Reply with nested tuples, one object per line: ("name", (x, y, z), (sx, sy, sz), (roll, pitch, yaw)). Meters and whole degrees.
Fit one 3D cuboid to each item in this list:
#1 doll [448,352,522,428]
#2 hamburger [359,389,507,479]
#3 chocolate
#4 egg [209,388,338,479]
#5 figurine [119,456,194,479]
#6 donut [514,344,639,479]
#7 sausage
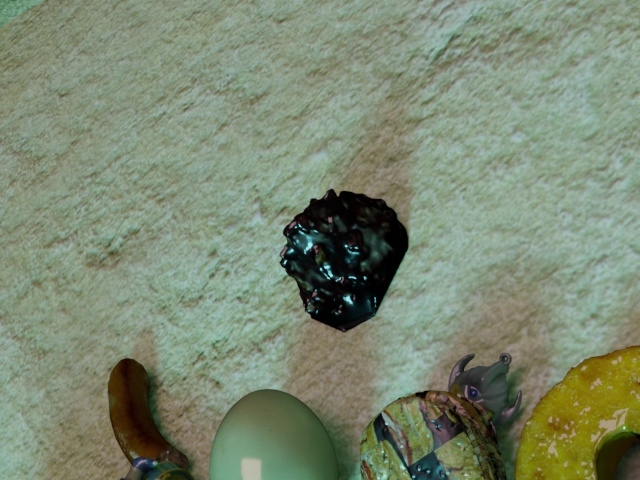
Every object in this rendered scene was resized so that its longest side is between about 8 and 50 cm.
("doll", (0.203, 0.233, 1.546), (0.195, 0.062, 0.104), (-57, 38, 10))
("hamburger", (0.141, 0.310, 1.489), (0.231, 0.106, 0.231), (-2, 86, 34))
("chocolate", (0.000, 0.000, 1.822), (0.206, 0.177, 0.224), (18, 77, 50))
("egg", (-0.070, 0.328, 1.663), (0.188, 0.188, 0.254), (-37, 38, 23))
("figurine", (-0.221, 0.450, 1.777), (0.158, 0.161, 0.275), (-25, 32, -30))
("donut", (0.370, 0.277, 1.309), (0.302, 0.110, 0.303), (-25, 47, 30))
("sausage", (-0.320, 0.329, 2.010), (0.103, 0.076, 0.302), (-44, 42, 4))
